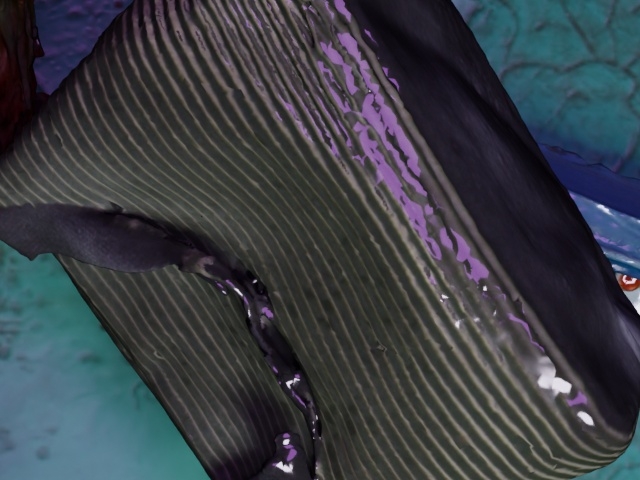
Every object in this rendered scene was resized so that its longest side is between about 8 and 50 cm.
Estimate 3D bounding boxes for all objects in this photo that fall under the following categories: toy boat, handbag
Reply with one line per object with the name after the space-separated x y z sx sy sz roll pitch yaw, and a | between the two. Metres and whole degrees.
0.158 0.005 0.872 0.238 0.109 0.098 20 110 -7 | toy boat
0.000 0.000 0.726 0.240 0.247 0.340 -33 93 23 | handbag

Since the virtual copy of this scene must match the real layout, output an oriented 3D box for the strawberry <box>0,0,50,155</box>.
-0.266 -0.125 0.730 0.220 0.274 0.274 -8 79 9 | strawberry
